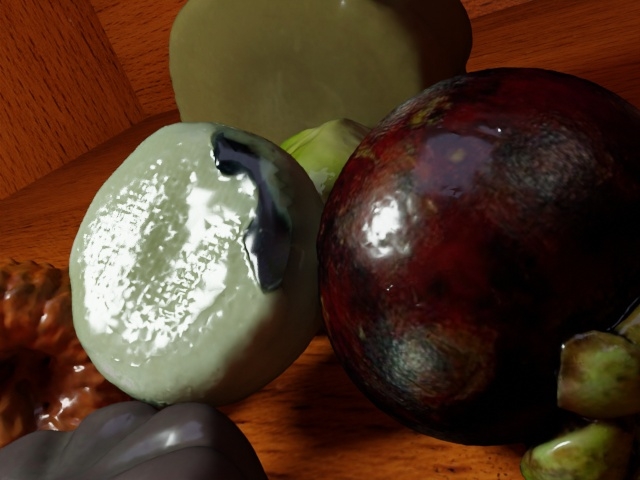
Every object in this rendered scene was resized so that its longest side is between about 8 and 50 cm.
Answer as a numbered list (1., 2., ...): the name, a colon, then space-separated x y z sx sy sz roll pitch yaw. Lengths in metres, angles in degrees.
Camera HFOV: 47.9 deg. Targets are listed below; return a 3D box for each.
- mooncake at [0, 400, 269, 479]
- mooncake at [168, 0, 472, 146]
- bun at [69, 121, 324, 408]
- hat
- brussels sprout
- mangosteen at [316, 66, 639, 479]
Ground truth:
1. mooncake: -0.178 0.250 0.553 0.306 0.154 0.306 -18 19 7
2. mooncake: 0.014 -0.231 1.088 0.467 0.467 0.262 -5 33 40
3. bun: -0.103 0.032 0.721 0.283 0.283 0.179 -8 -20 23
4. hat: -0.370 0.154 0.895 0.285 0.285 0.400 -28 5 -13
5. brussels sprout: -0.002 -0.001 0.901 0.259 0.227 0.294 12 64 47
6. mangosteen: 0.167 0.032 0.561 0.359 0.306 0.306 33 52 28
